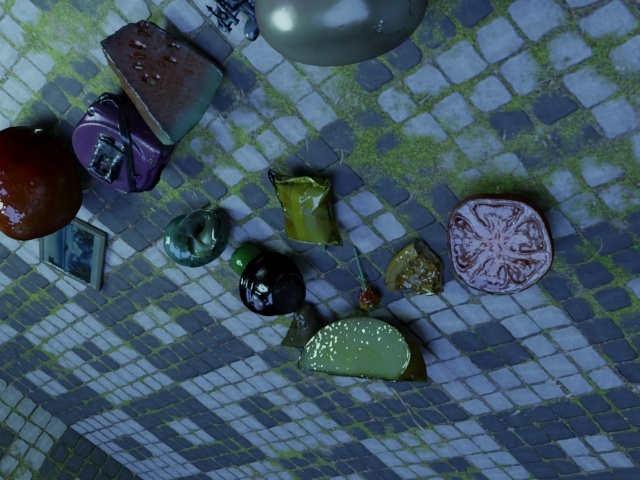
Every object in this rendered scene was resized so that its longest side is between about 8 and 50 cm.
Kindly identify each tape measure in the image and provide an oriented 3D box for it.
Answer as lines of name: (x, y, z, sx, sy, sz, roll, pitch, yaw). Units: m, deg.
tape measure: (-0.475, -0.234, 1.717, 0.232, 0.149, 0.245, 28, 139, -3)

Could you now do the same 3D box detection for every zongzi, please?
zongzi: (-0.073, 0.251, 2.068, 0.176, 0.078, 0.160, -2, 126, 34)

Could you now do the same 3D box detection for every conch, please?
conch: (-0.332, -0.011, 1.898, 0.188, 0.122, 0.175, 10, 116, 15)

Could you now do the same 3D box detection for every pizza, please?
pizza: (0.238, 0.089, 1.747, 0.161, 0.062, 0.182, 31, 138, -13)

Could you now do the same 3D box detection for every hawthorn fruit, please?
hawthorn fruit: (-0.789, -0.149, 1.882, 0.295, 0.295, 0.311, 6, 132, 23)

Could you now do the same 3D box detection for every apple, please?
apple: (0.123, 0.320, 1.956, 0.346, 0.179, 0.254, -1, 120, 28)

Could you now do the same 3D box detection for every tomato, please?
tomato: (0.380, -0.003, 1.521, 0.237, 0.095, 0.236, 7, 115, 16)

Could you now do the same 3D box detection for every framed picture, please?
framed picture: (-0.784, 0.025, 2.242, 0.232, 0.024, 0.315, 27, 138, 2)

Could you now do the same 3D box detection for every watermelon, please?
watermelon: (-0.353, -0.358, 1.536, 0.257, 0.193, 0.140, 43, 168, -23)

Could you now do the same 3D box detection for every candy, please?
candy: (0.111, 0.099, 1.840, 0.061, 0.060, 0.200, 0, 124, 28)

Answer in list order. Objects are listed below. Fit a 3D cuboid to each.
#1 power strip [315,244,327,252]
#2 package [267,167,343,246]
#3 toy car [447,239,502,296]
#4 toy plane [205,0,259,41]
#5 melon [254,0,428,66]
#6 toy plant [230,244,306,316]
power strip: (0.000, 0.000, 1.810, 0.027, 0.017, 0.083, 11, 136, 19)
package: (-0.034, -0.073, 1.698, 0.168, 0.090, 0.226, 11, 134, 22)
toy car: (0.371, 0.051, 1.639, 0.186, 0.058, 0.093, 47, 136, -4)
toy plane: (-0.180, -0.503, 1.342, 0.246, 0.078, 0.169, 42, 110, -12)
melon: (0.036, -0.412, 1.211, 0.317, 0.223, 0.223, -3, 131, 29)
toy plant: (-0.146, 0.117, 1.911, 0.235, 0.175, 0.218, 22, 140, 50)
